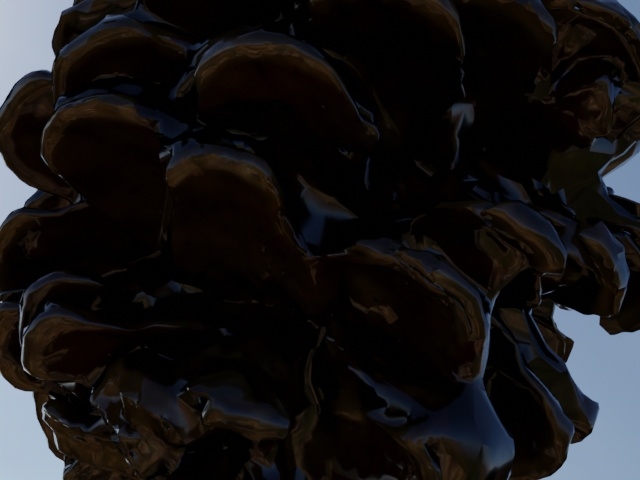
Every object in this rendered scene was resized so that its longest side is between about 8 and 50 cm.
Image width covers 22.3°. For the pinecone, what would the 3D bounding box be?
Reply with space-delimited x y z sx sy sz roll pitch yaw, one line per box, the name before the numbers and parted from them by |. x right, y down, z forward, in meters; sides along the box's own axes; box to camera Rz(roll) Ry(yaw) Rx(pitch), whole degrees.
pinecone | -0.003 0.003 0.555 0.243 0.257 0.243 26 -20 10
